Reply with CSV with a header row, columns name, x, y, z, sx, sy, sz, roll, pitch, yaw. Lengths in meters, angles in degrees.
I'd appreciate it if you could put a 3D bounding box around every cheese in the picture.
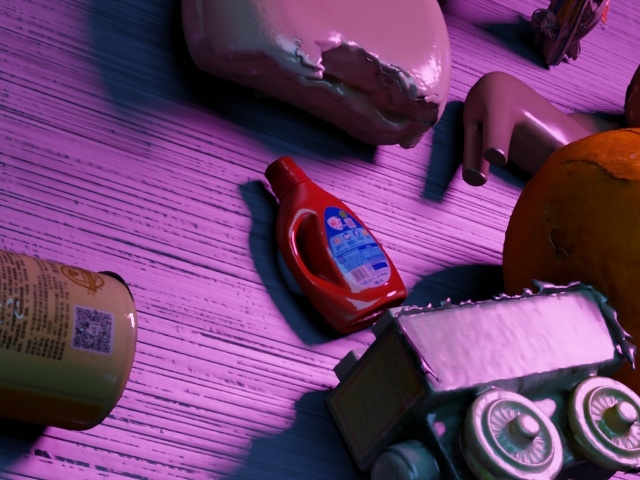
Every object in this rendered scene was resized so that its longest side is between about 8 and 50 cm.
name,x,y,z,sx,sy,sz,roll,pitch,yaw
cheese,-0.001,-0.193,1.641,0.266,0.127,0.233,16,47,-29

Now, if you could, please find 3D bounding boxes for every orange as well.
name,x,y,z,sx,sy,sz,roll,pitch,yaw
orange,0.287,0.017,1.612,0.246,0.246,0.246,23,44,-24

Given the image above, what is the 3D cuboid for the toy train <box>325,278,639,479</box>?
name,x,y,z,sx,sy,sz,roll,pitch,yaw
toy train,0.146,0.145,1.449,0.272,0.159,0.188,-7,58,-37

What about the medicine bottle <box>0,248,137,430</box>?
name,x,y,z,sx,sy,sz,roll,pitch,yaw
medicine bottle,-0.251,0.056,1.213,0.239,0.124,0.124,13,48,-31

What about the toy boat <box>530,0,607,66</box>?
name,x,y,z,sx,sy,sz,roll,pitch,yaw
toy boat,0.285,-0.276,1.910,0.066,0.210,0.084,32,48,5

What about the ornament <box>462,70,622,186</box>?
name,x,y,z,sx,sy,sz,roll,pitch,yaw
ornament,0.243,-0.090,1.812,0.230,0.061,0.245,33,34,-17

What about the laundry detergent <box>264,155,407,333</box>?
name,x,y,z,sx,sy,sz,roll,pitch,yaw
laundry detergent,0.000,0.000,1.536,0.097,0.049,0.165,-19,67,-44

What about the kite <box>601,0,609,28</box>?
name,x,y,z,sx,sy,sz,roll,pitch,yaw
kite,0.311,-0.352,2.134,0.125,0.008,0.222,30,49,-8

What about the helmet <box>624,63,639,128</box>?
name,x,y,z,sx,sy,sz,roll,pitch,yaw
helmet,0.398,-0.121,1.911,0.224,0.130,0.198,54,15,-58
